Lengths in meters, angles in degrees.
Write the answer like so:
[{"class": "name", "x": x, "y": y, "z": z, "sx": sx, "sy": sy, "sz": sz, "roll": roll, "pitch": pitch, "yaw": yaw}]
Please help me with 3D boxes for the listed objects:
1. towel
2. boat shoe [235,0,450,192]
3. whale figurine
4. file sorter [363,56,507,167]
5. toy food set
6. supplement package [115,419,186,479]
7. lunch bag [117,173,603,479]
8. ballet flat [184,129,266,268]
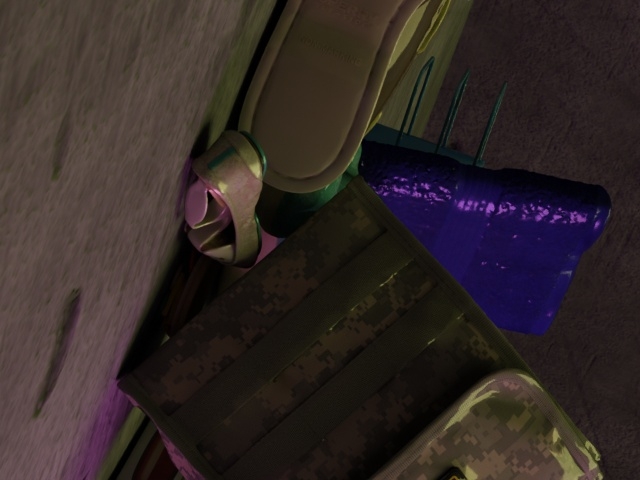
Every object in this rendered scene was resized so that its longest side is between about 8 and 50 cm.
[{"class": "towel", "x": 0.106, "y": -0.013, "z": 1.606, "sx": 0.227, "sy": 0.308, "sz": 0.076, "roll": 109, "pitch": -11, "yaw": -51}, {"class": "boat shoe", "x": 0.042, "y": -0.186, "z": 1.155, "sx": 0.324, "sy": 0.117, "sz": 0.097, "roll": -64, "pitch": -179, "yaw": 9}, {"class": "whale figurine", "x": 0.000, "y": 0.000, "z": 1.384, "sx": 0.272, "sy": 0.141, "sz": 0.216, "roll": 100, "pitch": 14, "yaw": -68}, {"class": "file sorter", "x": 0.093, "y": -0.132, "z": 1.660, "sx": 0.118, "sy": 0.170, "sz": 0.104, "roll": -54, "pitch": 162, "yaw": -71}, {"class": "toy food set", "x": -0.095, "y": 0.034, "z": 1.209, "sx": 0.082, "sy": 0.020, "sz": 0.083, "roll": 98, "pitch": 16, "yaw": -72}, {"class": "supplement package", "x": -0.114, "y": 0.251, "z": 1.329, "sx": 0.244, "sy": 0.139, "sz": 0.134, "roll": -64, "pitch": 176, "yaw": -48}, {"class": "lunch bag", "x": 0.034, "y": 0.143, "z": 1.181, "sx": 0.235, "sy": 0.287, "sz": 0.169, "roll": -40, "pitch": 171, "yaw": -8}, {"class": "ballet flat", "x": -0.071, "y": -0.020, "z": 1.118, "sx": 0.052, "sy": 0.057, "sz": 0.168, "roll": -35, "pitch": 159, "yaw": -20}]
